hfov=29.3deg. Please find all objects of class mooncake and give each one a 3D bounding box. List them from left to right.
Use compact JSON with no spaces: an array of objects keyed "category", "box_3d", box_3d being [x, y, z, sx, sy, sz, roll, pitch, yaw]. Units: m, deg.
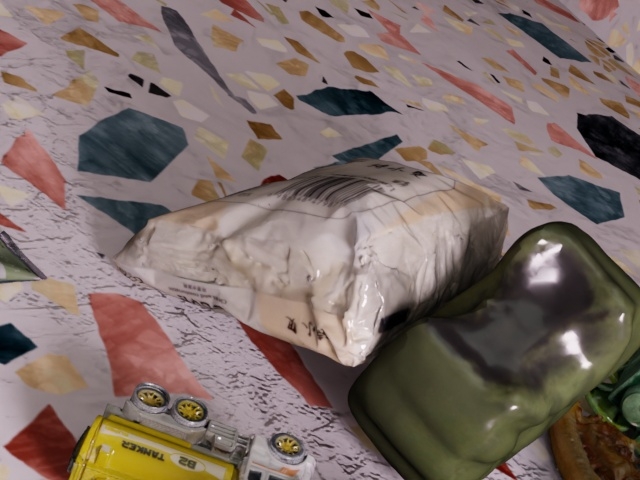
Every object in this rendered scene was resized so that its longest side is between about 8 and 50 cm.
[{"category":"mooncake","box_3d":[0.204,0.143,1.399,0.187,0.351,0.351,48,30,10]}]

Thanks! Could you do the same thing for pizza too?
[{"category":"pizza","box_3d":[0.367,0.287,1.609,0.134,0.056,0.271,17,30,-7]}]

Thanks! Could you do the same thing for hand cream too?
[{"category":"hand cream","box_3d":[-0.398,0.021,1.314,0.086,0.055,0.235,45,23,20]}]

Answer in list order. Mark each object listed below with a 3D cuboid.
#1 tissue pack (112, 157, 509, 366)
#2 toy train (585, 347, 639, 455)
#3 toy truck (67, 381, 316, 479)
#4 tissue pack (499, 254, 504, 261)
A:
[{"category":"tissue pack","box_3d":[0.000,0.000,1.497,0.375,0.195,0.390,13,22,38]},{"category":"toy train","box_3d":[0.506,0.216,1.769,0.188,0.159,0.272,45,29,7]},{"category":"toy truck","box_3d":[-0.124,0.227,1.173,0.227,0.098,0.114,21,30,-6]},{"category":"tissue pack","box_3d":[0.231,0.111,1.695,0.270,0.137,0.209,30,27,7]}]
